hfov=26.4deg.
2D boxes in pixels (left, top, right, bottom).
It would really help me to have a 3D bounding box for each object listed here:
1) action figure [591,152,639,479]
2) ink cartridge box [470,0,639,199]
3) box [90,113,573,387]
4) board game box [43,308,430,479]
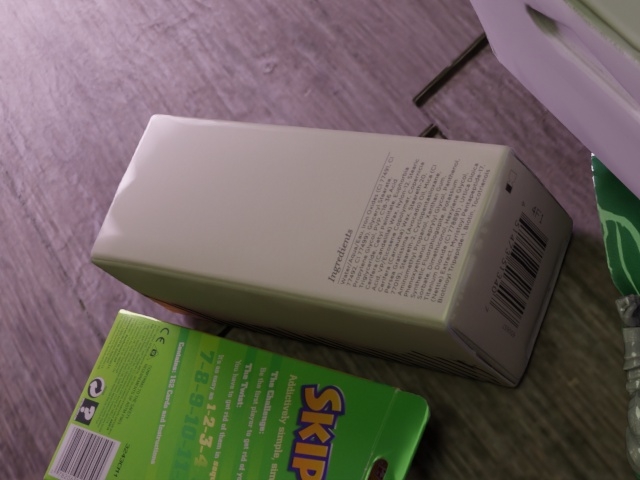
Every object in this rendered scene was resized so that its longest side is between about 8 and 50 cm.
[{"bbox_3d":[0.193,0.042,0.678,0.137,0.063,0.232,-6,65,30],"label":"action figure"},{"bbox_3d":[0.284,-0.171,0.616,0.395,0.166,0.285,-35,48,-1],"label":"ink cartridge box"},{"bbox_3d":[0.000,0.000,0.814,0.275,0.094,0.113,10,71,39],"label":"box"},{"bbox_3d":[-0.052,0.126,0.820,0.259,0.039,0.124,11,72,42],"label":"board game box"}]
